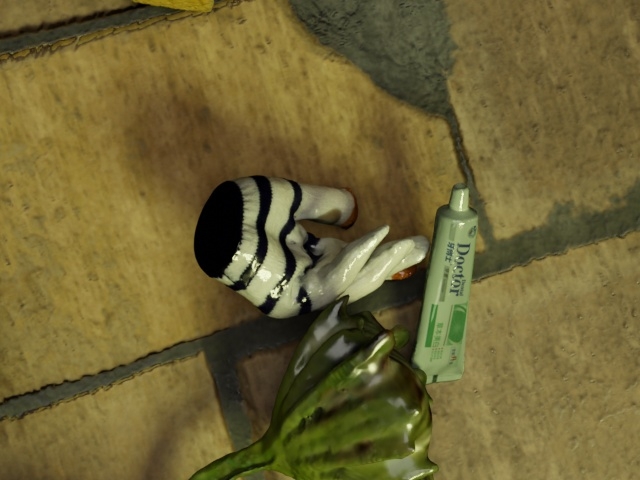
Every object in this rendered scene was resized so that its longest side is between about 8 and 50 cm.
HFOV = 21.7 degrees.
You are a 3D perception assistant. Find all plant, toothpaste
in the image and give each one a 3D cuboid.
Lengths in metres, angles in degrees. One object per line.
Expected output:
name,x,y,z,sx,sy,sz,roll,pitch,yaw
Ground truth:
plant,-0.028,0.206,1.560,0.333,0.180,0.251,-22,99,-10
toothpaste,0.124,0.046,1.629,0.064,0.041,0.218,-5,117,-22

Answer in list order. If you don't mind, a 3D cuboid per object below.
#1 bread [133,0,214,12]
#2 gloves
bread,-0.225,-0.311,1.600,0.275,0.185,0.114,8,78,-5
gloves,-0.006,0.014,1.615,0.219,0.140,0.131,22,101,-33
